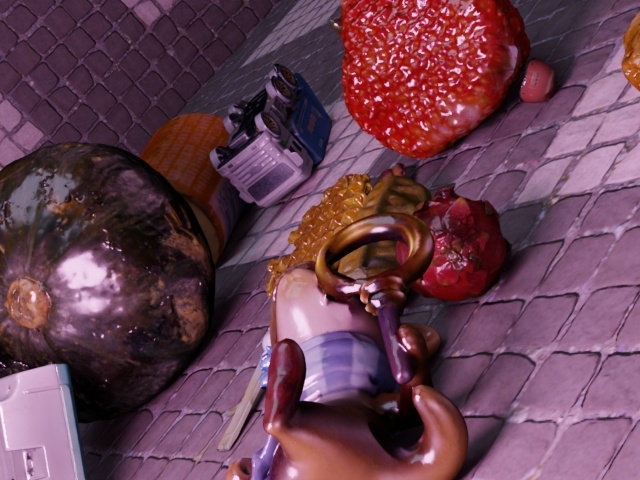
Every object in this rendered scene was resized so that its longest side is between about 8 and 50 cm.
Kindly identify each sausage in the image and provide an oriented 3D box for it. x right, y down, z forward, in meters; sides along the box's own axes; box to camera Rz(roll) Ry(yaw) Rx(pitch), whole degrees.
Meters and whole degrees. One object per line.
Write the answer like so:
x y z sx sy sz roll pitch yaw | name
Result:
-0.260 -0.085 2.293 0.233 0.233 0.287 -33 23 31 | sausage

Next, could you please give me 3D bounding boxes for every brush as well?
-0.087 0.208 1.591 0.033 0.030 0.178 -7 50 51 | brush

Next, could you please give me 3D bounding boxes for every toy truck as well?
-0.087 -0.206 2.273 0.146 0.175 0.367 -37 19 25 | toy truck

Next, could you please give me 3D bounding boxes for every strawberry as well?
0.178 -0.276 1.766 0.267 0.312 0.351 -3 12 -32 | strawberry

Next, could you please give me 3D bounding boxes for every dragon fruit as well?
0.153 0.009 1.370 0.133 0.136 0.166 -16 -17 -15 | dragon fruit

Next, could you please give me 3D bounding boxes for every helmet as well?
0.308 -0.222 1.664 0.084 0.049 0.065 -36 -40 -75 | helmet

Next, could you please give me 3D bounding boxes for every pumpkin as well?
-0.383 0.068 1.889 0.454 0.454 0.344 -39 2 14 | pumpkin

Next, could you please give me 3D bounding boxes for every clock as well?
-0.426 0.321 1.676 0.116 0.262 0.231 -4 -10 -38 | clock

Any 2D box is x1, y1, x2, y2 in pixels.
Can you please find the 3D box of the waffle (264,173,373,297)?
0.000 0.000 1.783 0.231 0.051 0.229 -49 15 16 | waffle

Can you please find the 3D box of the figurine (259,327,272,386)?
-0.049 0.150 1.545 0.114 0.079 0.114 -48 -8 -9 | figurine

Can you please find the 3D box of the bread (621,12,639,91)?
0.401 -0.223 1.433 0.053 0.074 0.132 -44 12 37 | bread

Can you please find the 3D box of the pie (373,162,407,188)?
0.095 -0.065 1.795 0.092 0.034 0.170 -36 19 35 | pie

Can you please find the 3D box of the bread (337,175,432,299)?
0.087 0.002 1.575 0.098 0.087 0.269 -36 18 33 | bread

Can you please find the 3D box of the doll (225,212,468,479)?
0.012 0.147 1.215 0.318 0.209 0.340 -34 18 18 | doll
